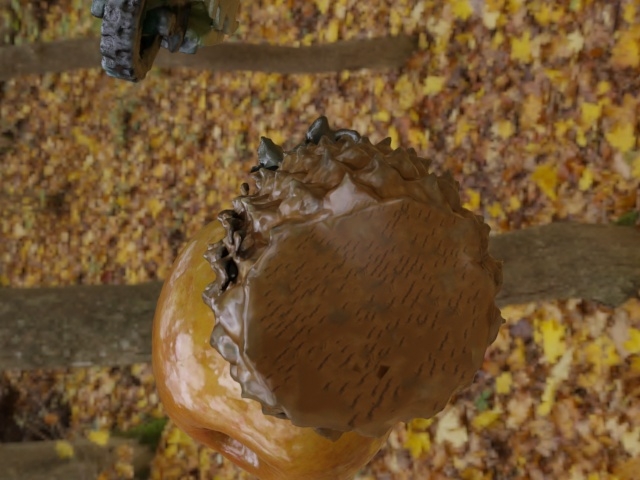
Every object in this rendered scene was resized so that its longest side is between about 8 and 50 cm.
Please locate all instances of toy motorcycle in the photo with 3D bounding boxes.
[{"bbox_3d":[-0.154,-0.312,0.995,0.410,0.169,0.236,-78,1,-68],"label":"toy motorcycle"}]

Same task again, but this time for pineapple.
[{"bbox_3d":[0.001,0.002,0.764,0.357,0.223,0.222,-124,39,-67],"label":"pineapple"}]

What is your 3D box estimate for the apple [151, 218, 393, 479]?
[{"bbox_3d":[-0.043,0.123,0.990,0.299,0.299,0.275,122,168,-57],"label":"apple"}]
